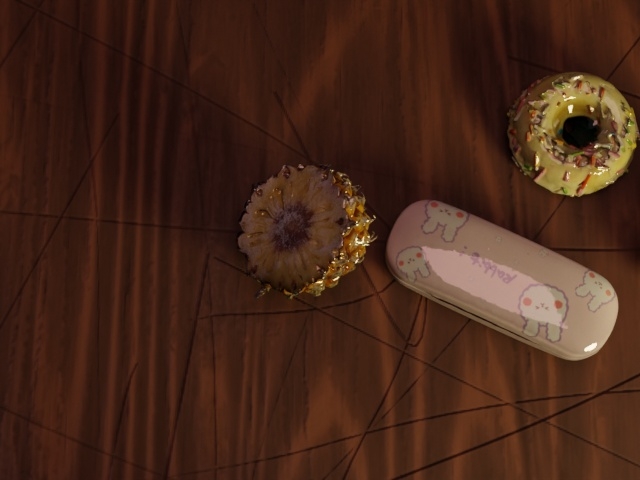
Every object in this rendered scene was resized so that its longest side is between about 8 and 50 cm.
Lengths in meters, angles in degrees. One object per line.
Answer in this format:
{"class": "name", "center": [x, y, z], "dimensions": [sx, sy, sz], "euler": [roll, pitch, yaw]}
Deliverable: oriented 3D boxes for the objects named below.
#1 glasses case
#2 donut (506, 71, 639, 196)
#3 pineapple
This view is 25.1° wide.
{"class": "glasses case", "center": [0.222, 0.048, 1.772], "dimensions": [0.297, 0.075, 0.113], "euler": [24, 75, 4]}
{"class": "donut", "center": [0.325, -0.142, 1.841], "dimensions": [0.175, 0.068, 0.174], "euler": [1, 73, -5]}
{"class": "pineapple", "center": [0.000, -0.004, 1.750], "dimensions": [0.176, 0.137, 0.161], "euler": [-43, 59, 19]}
